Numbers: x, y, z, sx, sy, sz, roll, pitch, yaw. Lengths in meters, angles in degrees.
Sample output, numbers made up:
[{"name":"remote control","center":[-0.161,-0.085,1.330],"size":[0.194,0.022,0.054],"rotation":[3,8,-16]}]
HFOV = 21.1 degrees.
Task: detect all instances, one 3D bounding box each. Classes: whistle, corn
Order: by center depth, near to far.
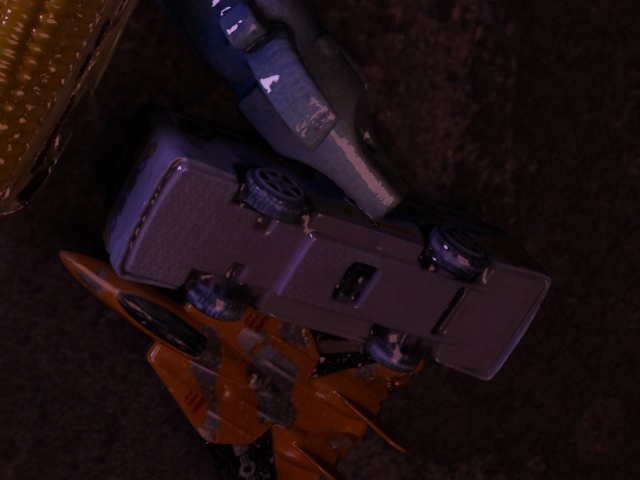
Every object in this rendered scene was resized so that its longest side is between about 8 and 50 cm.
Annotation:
[{"name":"corn","center":[-0.186,-0.148,1.070],"size":[0.123,0.122,0.305],"rotation":[16,110,-48]},{"name":"whistle","center":[-0.030,-0.127,1.123],"size":[0.093,0.180,0.269],"rotation":[-38,96,14]}]

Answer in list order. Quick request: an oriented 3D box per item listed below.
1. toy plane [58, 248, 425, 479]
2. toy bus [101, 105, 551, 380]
[{"name":"toy plane","center":[-0.076,0.082,1.251],"size":[0.316,0.103,0.204],"rotation":[37,93,-28]},{"name":"toy bus","center":[0.000,0.000,1.215],"size":[0.329,0.136,0.109],"rotation":[18,113,-32]}]
